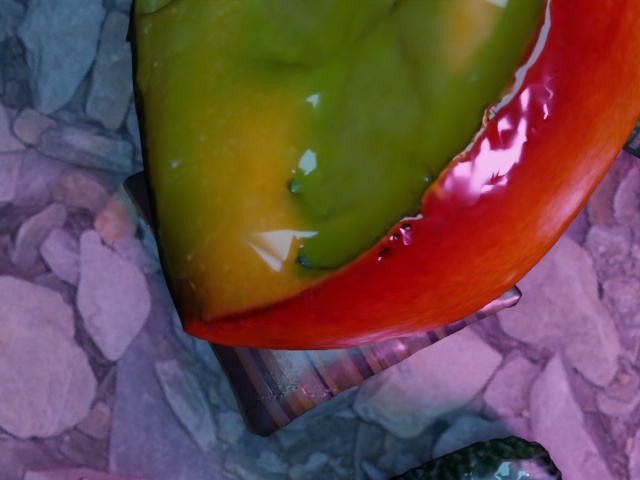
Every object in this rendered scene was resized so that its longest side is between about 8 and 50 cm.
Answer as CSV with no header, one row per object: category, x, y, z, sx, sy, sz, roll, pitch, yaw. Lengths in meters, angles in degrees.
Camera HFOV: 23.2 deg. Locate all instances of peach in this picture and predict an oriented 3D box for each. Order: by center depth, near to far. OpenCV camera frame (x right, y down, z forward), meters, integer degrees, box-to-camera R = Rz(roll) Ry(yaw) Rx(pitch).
peach,0.053,-0.100,0.930,0.380,0.242,0.306,-46,51,6

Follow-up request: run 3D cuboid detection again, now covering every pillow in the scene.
pillow,0.000,0.000,1.091,0.212,0.052,0.208,-28,81,2

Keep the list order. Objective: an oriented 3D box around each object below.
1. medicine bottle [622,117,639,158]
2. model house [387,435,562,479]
medicine bottle,0.303,-0.078,1.042,0.274,0.133,0.133,31,90,2
model house,0.123,0.264,0.966,0.184,0.291,0.253,-21,88,-3
